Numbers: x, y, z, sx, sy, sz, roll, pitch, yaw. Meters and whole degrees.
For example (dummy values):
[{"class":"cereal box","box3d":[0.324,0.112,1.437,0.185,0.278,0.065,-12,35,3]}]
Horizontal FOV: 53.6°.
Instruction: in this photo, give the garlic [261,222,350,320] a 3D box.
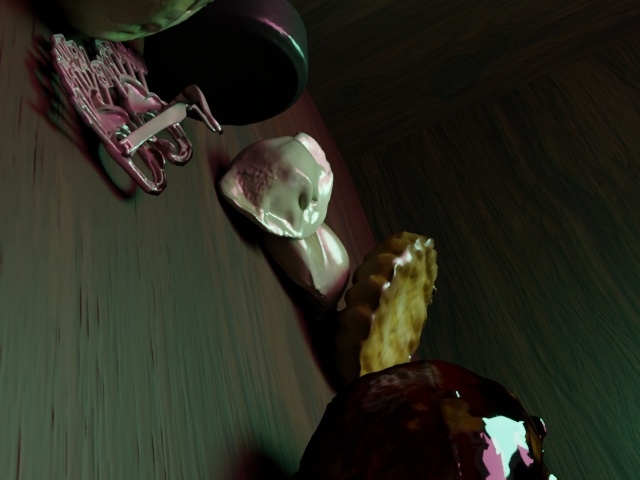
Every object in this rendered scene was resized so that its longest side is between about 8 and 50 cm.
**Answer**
[{"class":"garlic","box3d":[-0.014,0.019,1.114,0.217,0.110,0.228,-104,168,-64]}]

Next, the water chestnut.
[{"class":"water chestnut","box3d":[0.146,0.279,0.640,0.335,0.347,0.335,-13,90,-83]}]

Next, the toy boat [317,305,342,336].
[{"class":"toy boat","box3d":[0.038,0.152,1.219,0.137,0.061,0.060,53,16,-56]}]

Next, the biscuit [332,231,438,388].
[{"class":"biscuit","box3d":[0.117,0.138,1.174,0.326,0.107,0.325,-39,137,-49]}]

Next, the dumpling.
[{"class":"dumpling","box3d":[-0.058,-0.078,0.966,0.166,0.126,0.216,56,17,-3]}]

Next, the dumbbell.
[{"class":"dumbbell","box3d":[-0.119,-0.334,0.835,0.204,0.204,0.322,53,31,-59]}]

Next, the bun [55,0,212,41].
[{"class":"bun","box3d":[-0.162,-0.274,0.629,0.116,0.210,0.237,62,-5,-33]}]

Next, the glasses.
[{"class":"glasses","box3d":[-0.171,-0.146,0.619,0.162,0.095,0.255,49,11,-16]}]
